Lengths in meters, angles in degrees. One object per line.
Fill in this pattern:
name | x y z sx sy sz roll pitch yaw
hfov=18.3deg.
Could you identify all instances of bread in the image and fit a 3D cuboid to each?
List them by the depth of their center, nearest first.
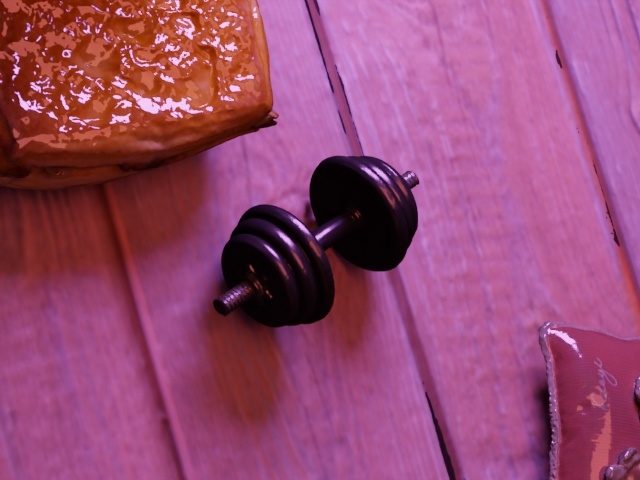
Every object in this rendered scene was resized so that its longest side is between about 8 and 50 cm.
bread | -0.157 -0.144 1.434 0.235 0.099 0.210 -10 78 -26

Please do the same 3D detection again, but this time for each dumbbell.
dumbbell | 0.000 0.000 1.475 0.208 0.099 0.099 -34 94 -34

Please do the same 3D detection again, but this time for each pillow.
pillow | 0.250 0.158 1.583 0.171 0.075 0.179 9 70 -26
